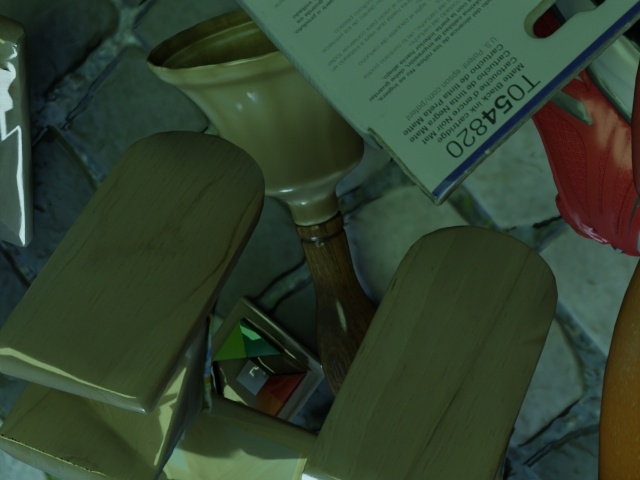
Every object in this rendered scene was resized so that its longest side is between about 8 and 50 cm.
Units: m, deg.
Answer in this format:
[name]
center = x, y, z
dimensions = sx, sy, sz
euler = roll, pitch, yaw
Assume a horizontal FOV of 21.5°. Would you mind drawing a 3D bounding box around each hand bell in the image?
[hand bell]
center = 0.000, 0.000, 0.898
dimensions = 0.126, 0.126, 0.242
euler = -5, 112, 26

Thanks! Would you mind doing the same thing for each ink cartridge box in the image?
[ink cartridge box]
center = 0.072, -0.152, 0.761
dimensions = 0.223, 0.045, 0.224
euler = -42, 59, 4

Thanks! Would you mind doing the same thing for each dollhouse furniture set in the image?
[dollhouse furniture set]
center = -0.089, 0.072, 0.858
dimensions = 0.394, 0.256, 0.362
euler = 20, 140, 9

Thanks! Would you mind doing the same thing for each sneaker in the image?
[sneaker]
center = 0.179, -0.021, 0.813
dimensions = 0.279, 0.107, 0.118
euler = 56, 137, 7

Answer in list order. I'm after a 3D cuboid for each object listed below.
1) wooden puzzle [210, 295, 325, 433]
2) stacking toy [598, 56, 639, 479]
[wooden puzzle]
center = -0.039, 0.078, 0.972
dimensions = 0.116, 0.014, 0.078
euler = 33, 114, 15
[stacking toy]
center = 0.226, -0.113, 0.570
dimensions = 0.351, 0.350, 0.479
euler = -9, 90, 27
